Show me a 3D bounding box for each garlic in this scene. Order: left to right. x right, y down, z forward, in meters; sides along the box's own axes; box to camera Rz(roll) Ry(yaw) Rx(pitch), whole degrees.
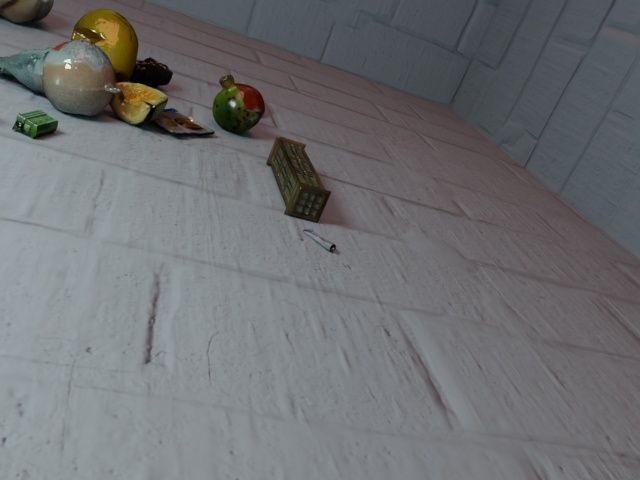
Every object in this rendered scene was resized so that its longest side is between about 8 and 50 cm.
[{"bbox_3d":[-1.005,-0.787,2.029,0.325,0.132,0.279,24,23,9],"label":"garlic"}]

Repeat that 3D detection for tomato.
[{"bbox_3d":[-0.253,-0.475,2.099,0.166,0.082,0.174,16,22,-18],"label":"tomato"}]

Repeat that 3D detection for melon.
[{"bbox_3d":[-0.456,-0.347,1.615,0.160,0.079,0.128,26,33,21],"label":"melon"}]

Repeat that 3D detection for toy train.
[{"bbox_3d":[-0.604,-0.246,1.336,0.056,0.038,0.093,30,23,1],"label":"toy train"}]

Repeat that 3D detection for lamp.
[{"bbox_3d":[-0.062,-0.161,1.580,0.089,0.090,0.325,15,25,-21],"label":"lamp"}]

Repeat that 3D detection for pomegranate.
[{"bbox_3d":[-0.260,-0.386,1.837,0.169,0.122,0.143,50,-2,-36],"label":"pomegranate"}]

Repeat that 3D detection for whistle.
[{"bbox_3d":[-0.638,-0.411,1.518,0.348,0.189,0.189,15,22,10],"label":"whistle"}]

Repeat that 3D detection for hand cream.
[{"bbox_3d":[0.000,0.000,1.381,0.030,0.019,0.093,-4,28,-44],"label":"hand cream"}]

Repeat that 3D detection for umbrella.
[{"bbox_3d":[-0.585,-0.507,1.855,0.090,0.094,0.326,30,22,35],"label":"umbrella"}]

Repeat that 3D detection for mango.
[{"bbox_3d":[-0.583,-0.500,1.694,0.167,0.130,0.261,9,68,-33],"label":"mango"}]

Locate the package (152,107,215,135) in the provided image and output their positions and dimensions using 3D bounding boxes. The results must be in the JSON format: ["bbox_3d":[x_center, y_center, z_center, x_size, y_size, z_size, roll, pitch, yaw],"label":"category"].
[{"bbox_3d":[-0.399,-0.325,1.705,0.173,0.027,0.171,33,25,21],"label":"package"}]
